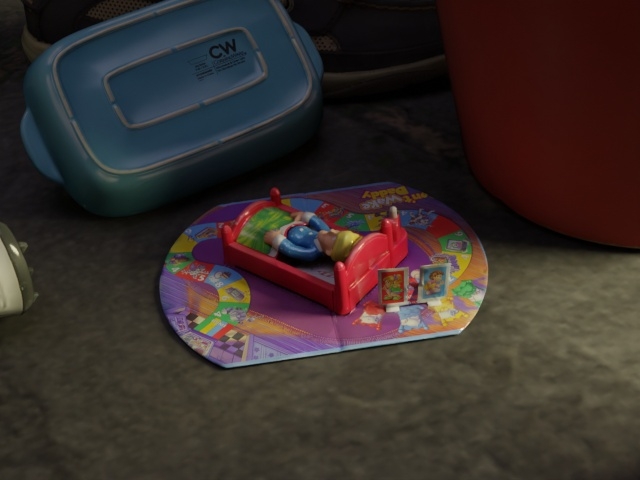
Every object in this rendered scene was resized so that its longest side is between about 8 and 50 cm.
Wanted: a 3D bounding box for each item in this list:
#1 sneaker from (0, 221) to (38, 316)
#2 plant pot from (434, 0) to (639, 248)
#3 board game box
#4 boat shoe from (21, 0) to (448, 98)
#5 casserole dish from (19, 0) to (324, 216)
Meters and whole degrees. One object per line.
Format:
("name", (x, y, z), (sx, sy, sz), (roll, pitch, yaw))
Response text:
("sneaker", (-0.248, -0.016, 0.491), (0.106, 0.078, 0.234), (-28, 45, -31))
("plant pot", (0.176, -0.147, 0.485), (0.275, 0.243, 0.275), (-3, 37, 2))
("board game box", (0.000, 0.000, 0.482), (0.169, 0.033, 0.133), (-7, 37, -5))
("boat shoe", (-0.034, -0.177, 0.637), (0.356, 0.130, 0.132), (-5, 37, -1))
("casserole dish", (-0.079, -0.088, 0.547), (0.188, 0.037, 0.114), (-25, 85, -21))
